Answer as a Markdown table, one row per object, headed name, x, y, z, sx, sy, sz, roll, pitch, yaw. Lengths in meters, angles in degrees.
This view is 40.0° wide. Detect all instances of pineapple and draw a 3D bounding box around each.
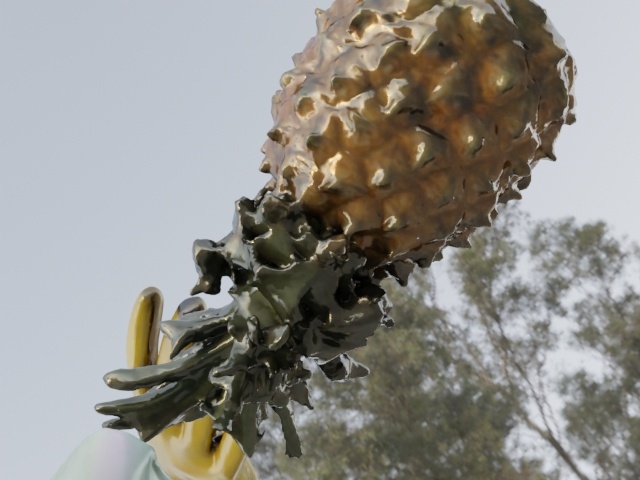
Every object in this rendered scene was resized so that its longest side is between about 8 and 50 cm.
| name | x | y | z | sx | sy | sz | roll | pitch | yaw |
| --- | --- | --- | --- | --- | --- | --- | --- | --- | --- |
| pineapple | 0.000 | 0.000 | 0.520 | 0.340 | 0.169 | 0.169 | -52 | -48 | -2 |

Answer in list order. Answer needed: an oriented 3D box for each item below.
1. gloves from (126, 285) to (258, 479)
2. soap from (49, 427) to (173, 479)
| name | x | y | z | sx | sy | sz | roll | pitch | yaw |
| --- | --- | --- | --- | --- | --- | --- | --- | --- | --- |
| gloves | -0.098 | 0.150 | 0.723 | 0.116 | 0.133 | 0.294 | -45 | -23 | -36 |
| soap | -0.104 | 0.263 | 0.300 | 0.115 | 0.347 | 0.208 | 29 | -63 | -18 |
